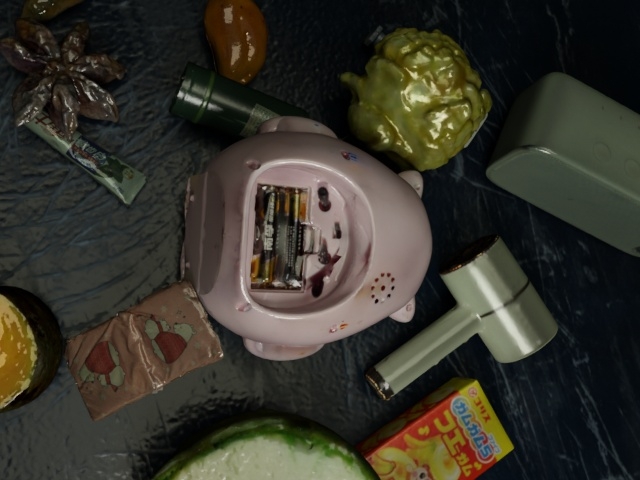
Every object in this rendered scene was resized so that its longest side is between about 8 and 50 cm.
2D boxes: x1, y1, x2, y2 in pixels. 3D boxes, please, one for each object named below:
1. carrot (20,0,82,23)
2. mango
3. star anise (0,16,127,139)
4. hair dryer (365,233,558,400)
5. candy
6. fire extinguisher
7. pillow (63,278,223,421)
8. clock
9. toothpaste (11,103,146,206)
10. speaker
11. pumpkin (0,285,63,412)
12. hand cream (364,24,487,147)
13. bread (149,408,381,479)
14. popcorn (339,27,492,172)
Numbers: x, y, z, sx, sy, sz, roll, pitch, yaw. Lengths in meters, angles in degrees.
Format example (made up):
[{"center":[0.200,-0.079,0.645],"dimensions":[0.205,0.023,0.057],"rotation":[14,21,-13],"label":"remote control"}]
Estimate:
[{"center":[-0.351,-0.451,1.078],"dimensions":[0.342,0.070,0.070],"rotation":[-38,94,-17],"label":"carrot"},{"center":[-0.142,-0.341,1.116],"dimensions":[0.105,0.084,0.159],"rotation":[-9,106,-17],"label":"mango"},{"center":[-0.392,-0.259,1.023],"dimensions":[0.197,0.073,0.212],"rotation":[-13,78,-38],"label":"star anise"},{"center":[0.216,0.167,1.139],"dimensions":[0.362,0.128,0.203],"rotation":[-35,94,-10],"label":"hair dryer"},{"center":[0.173,0.361,1.104],"dimensions":[0.276,0.088,0.146],"rotation":[-28,89,-19],"label":"candy"},{"center":[-0.098,-0.199,1.096],"dimensions":[0.295,0.093,0.118],"rotation":[19,121,-21],"label":"fire extinguisher"},{"center":[-0.265,0.162,0.975],"dimensions":[0.248,0.049,0.135],"rotation":[-29,89,13],"label":"pillow"},{"center":[0.000,0.000,1.004],"dimensions":[0.377,0.251,0.368],"rotation":[4,90,-25],"label":"clock"},{"center":[-0.384,-0.145,1.038],"dimensions":[0.233,0.038,0.060],"rotation":[37,68,-10],"label":"toothpaste"},{"center":[0.530,-0.136,1.237],"dimensions":[0.406,0.183,0.184],"rotation":[25,71,-11],"label":"speaker"},{"center":[-0.518,0.187,0.901],"dimensions":[0.317,0.139,0.221],"rotation":[-13,83,-21],"label":"pumpkin"},{"center":[0.196,-0.292,1.226],"dimensions":[0.276,0.059,0.095],"rotation":[39,76,-13],"label":"hand cream"},{"center":[-0.073,0.437,0.935],"dimensions":[0.366,0.129,0.382],"rotation":[-39,86,-12],"label":"bread"},{"center":[0.166,-0.234,1.119],"dimensions":[0.255,0.256,0.194],"rotation":[-6,41,8],"label":"popcorn"}]
